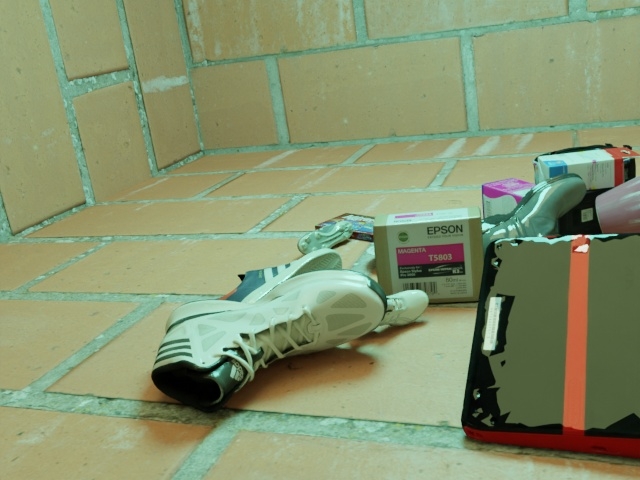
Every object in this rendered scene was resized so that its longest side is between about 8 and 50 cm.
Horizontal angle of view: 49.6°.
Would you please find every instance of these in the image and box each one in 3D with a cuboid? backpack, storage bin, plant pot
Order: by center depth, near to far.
[{"bbox_3d":[0.771,-0.069,1.658,0.180,0.201,0.201,-16,11,33],"label":"plant pot"},{"bbox_3d":[0.674,-0.075,1.802,0.180,0.122,0.084,-12,18,-14],"label":"storage bin"},{"bbox_3d":[0.745,-0.182,2.000,0.253,0.191,0.225,-3,14,-10],"label":"backpack"}]

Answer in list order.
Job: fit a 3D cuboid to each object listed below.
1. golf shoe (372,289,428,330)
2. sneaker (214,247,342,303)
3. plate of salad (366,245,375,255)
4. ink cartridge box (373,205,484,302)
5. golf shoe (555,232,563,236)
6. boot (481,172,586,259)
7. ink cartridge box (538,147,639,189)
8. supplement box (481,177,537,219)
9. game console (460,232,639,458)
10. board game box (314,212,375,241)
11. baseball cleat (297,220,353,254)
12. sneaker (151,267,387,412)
[{"bbox_3d":[0.143,0.140,1.395,0.176,0.069,0.086,-18,-17,-11],"label":"golf shoe"},{"bbox_3d":[-0.098,0.099,1.568,0.148,0.131,0.350,13,26,39],"label":"sneaker"},{"bbox_3d":[0.217,0.036,1.780,0.199,0.048,0.200,0,10,0],"label":"plate of salad"},{"bbox_3d":[0.239,0.036,1.519,0.234,0.193,0.088,-5,17,12],"label":"ink cartridge box"},{"bbox_3d":[0.491,0.015,1.676,0.198,0.077,0.094,-4,18,17],"label":"golf shoe"},{"bbox_3d":[0.518,-0.006,1.569,0.338,0.118,0.223,-33,40,-7],"label":"boot"},{"bbox_3d":[0.697,-0.184,1.799,0.230,0.078,0.134,-6,17,7],"label":"ink cartridge box"},{"bbox_3d":[0.559,-0.097,1.946,0.113,0.111,0.220,-12,18,-15],"label":"supplement box"},{"bbox_3d":[0.409,0.142,1.066,0.341,0.060,0.387,-4,46,27],"label":"game console"},{"bbox_3d":[0.131,-0.040,2.096,0.145,0.027,0.281,-21,22,-40],"label":"board game box"},{"bbox_3d":[0.000,0.000,1.986,0.205,0.072,0.109,-18,4,-37],"label":"baseball cleat"},{"bbox_3d":[-0.093,0.203,1.254,0.447,0.169,0.257,-13,25,10],"label":"sneaker"}]
